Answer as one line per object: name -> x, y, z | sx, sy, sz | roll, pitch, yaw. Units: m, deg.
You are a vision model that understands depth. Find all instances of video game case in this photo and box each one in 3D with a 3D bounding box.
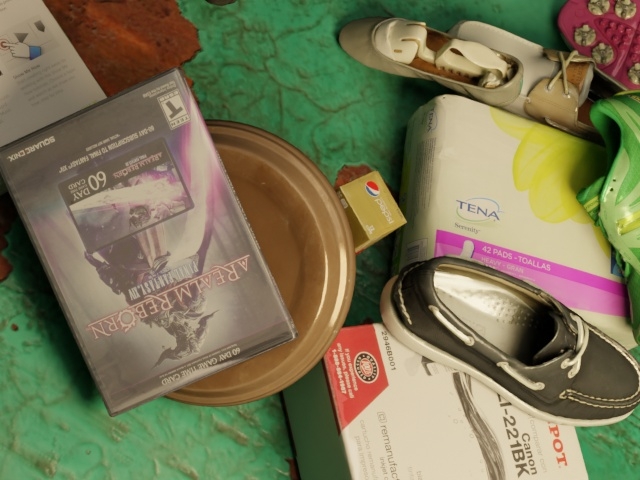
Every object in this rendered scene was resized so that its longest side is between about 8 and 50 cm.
video game case -> -0.163, 0.003, 1.451 | 0.196, 0.026, 0.274 | -24, 91, 9

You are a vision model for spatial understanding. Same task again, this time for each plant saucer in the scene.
plant saucer -> -0.106, 0.024, 1.478 | 0.278, 0.041, 0.278 | 1, 95, 7

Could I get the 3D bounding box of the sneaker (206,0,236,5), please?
sneaker -> -0.042, -0.368, 1.717 | 0.162, 0.106, 0.281 | 16, 65, -24

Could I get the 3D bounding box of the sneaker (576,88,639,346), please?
sneaker -> 0.335, -0.020, 1.674 | 0.123, 0.109, 0.295 | 1, 72, -8

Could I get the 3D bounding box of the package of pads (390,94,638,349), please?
package of pads -> 0.228, -0.019, 1.723 | 0.296, 0.101, 0.229 | 16, 66, -21

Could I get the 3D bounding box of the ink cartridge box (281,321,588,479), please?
ink cartridge box -> 0.115, 0.183, 1.584 | 0.273, 0.114, 0.197 | -5, 73, -29

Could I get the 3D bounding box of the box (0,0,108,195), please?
box -> -0.375, -0.192, 1.513 | 0.232, 0.058, 0.322 | -33, 89, -32

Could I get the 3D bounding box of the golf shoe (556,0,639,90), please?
golf shoe -> 0.417, -0.189, 1.885 | 0.306, 0.140, 0.115 | 33, 77, 12

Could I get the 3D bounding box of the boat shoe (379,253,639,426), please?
boat shoe -> 0.207, 0.101, 1.540 | 0.302, 0.091, 0.114 | 19, 63, -20

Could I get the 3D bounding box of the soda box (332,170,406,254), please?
soda box -> 0.000, 0.000, 1.552 | 0.058, 0.181, 0.061 | -26, 85, -43

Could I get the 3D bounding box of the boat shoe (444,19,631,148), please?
boat shoe -> 0.277, -0.175, 1.803 | 0.302, 0.103, 0.113 | 26, 62, -16

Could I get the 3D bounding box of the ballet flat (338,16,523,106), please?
ballet flat -> 0.125, -0.211, 1.722 | 0.213, 0.068, 0.072 | 20, 68, 4
